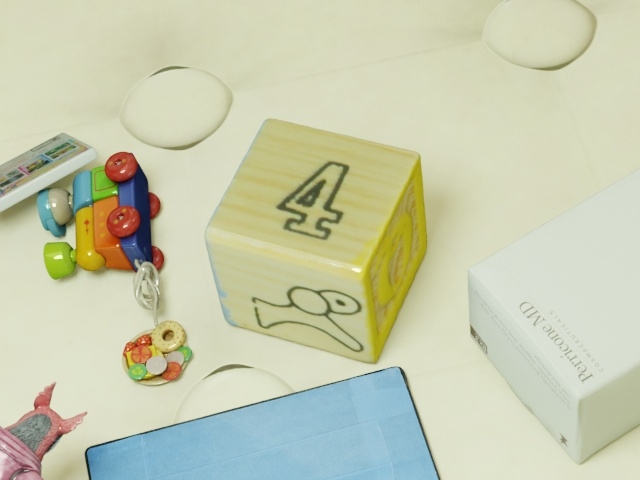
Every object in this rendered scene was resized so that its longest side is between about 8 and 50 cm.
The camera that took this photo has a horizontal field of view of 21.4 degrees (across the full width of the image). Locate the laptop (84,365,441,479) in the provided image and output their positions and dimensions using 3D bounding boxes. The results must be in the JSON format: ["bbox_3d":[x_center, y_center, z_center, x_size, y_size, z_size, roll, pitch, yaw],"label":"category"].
[{"bbox_3d":[-0.049,0.286,1.749,0.382,0.408,0.236,-15,86,-4],"label":"laptop"}]

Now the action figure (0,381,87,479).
[{"bbox_3d":[-0.389,0.294,1.760,0.248,0.276,0.370,22,74,37],"label":"action figure"}]

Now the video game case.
[{"bbox_3d":[-0.372,-0.085,2.156,0.157,0.019,0.143,-30,22,-16],"label":"video game case"}]

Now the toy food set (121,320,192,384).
[{"bbox_3d":[-0.194,0.136,2.008,0.083,0.020,0.083,-16,53,-6],"label":"toy food set"}]

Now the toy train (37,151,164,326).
[{"bbox_3d":[-0.272,0.017,2.066,0.143,0.105,0.248,-14,52,9],"label":"toy train"}]

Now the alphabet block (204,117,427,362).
[{"bbox_3d":[0.000,0.000,1.983,0.197,0.192,0.193,15,58,17],"label":"alphabet block"}]

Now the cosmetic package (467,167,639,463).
[{"bbox_3d":[0.378,0.051,1.918,0.385,0.156,0.217,-30,57,-17],"label":"cosmetic package"}]
